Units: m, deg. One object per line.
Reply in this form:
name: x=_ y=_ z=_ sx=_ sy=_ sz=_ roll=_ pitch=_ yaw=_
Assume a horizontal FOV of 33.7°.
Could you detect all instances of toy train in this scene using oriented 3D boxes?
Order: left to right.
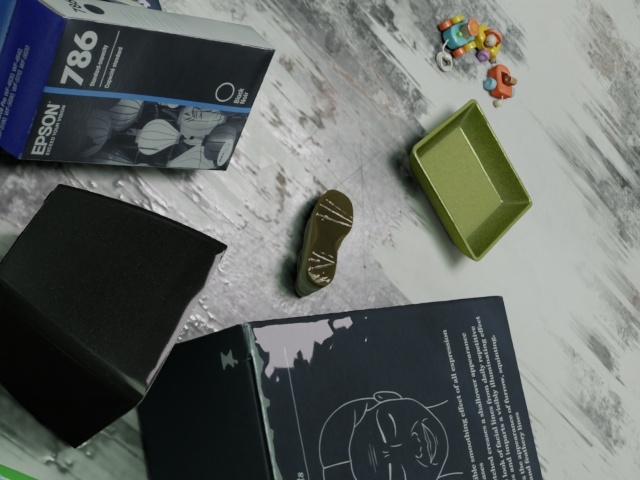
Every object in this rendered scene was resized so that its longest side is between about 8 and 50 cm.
toy train: x=0.253 y=-0.287 z=1.644 sx=0.166 sy=0.046 sz=0.125 roll=19 pitch=64 yaw=-37

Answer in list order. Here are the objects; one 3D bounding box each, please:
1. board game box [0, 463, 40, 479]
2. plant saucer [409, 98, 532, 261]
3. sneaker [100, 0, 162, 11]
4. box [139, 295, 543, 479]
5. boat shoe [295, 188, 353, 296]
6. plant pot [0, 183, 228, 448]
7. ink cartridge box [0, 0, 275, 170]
board game box: x=-0.282 y=0.365 z=0.901 sx=0.214 sy=0.046 sz=0.317 roll=27 pitch=58 yaw=-17
plant saucer: x=0.209 y=-0.085 z=1.536 sx=0.188 sy=0.045 sz=0.188 roll=-40 pitch=103 yaw=-43
sneaker: x=-0.311 y=-0.302 z=1.118 sx=0.319 sy=0.112 sz=0.131 roll=30 pitch=37 yaw=-32
box: x=0.033 y=0.232 z=1.152 sx=0.395 sy=0.212 sz=0.293 roll=-2 pitch=77 yaw=-43
boat shoe: x=0.002 y=0.001 z=1.325 sx=0.056 sy=0.048 sz=0.153 roll=27 pitch=52 yaw=-19
plant pot: x=-0.228 y=0.058 z=1.007 sx=0.167 sy=0.187 sz=0.188 roll=37 pitch=53 yaw=-13
ink cartridge box: x=-0.214 y=-0.161 z=1.100 sx=0.333 sy=0.165 sz=0.065 roll=0 pitch=36 yaw=-41
